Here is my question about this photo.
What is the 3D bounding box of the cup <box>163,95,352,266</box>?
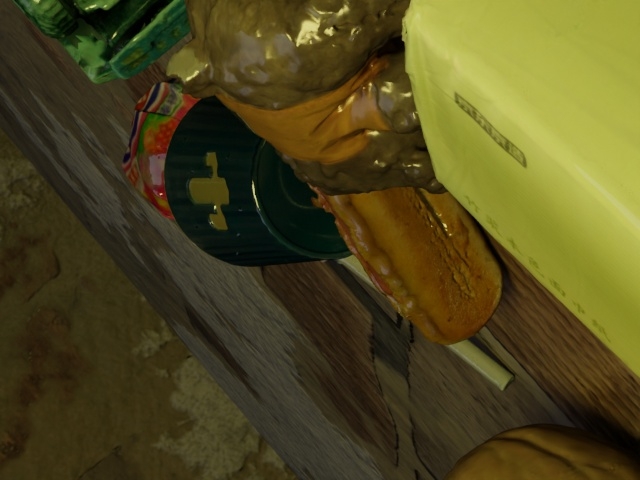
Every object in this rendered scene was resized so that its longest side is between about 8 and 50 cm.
[{"bbox_3d":[-0.025,-0.064,1.339,0.155,0.131,0.176,-170,68,-68],"label":"cup"}]

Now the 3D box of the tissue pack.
[{"bbox_3d":[0.157,-0.018,0.577,0.234,0.159,0.125,47,168,25],"label":"tissue pack"}]

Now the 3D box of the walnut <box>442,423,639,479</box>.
[{"bbox_3d":[0.171,0.245,1.288,0.261,0.225,0.225,51,169,7],"label":"walnut"}]

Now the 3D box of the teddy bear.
[{"bbox_3d":[0.003,-0.096,1.065,0.177,0.140,0.190,37,171,42],"label":"teddy bear"}]

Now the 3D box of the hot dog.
[{"bbox_3d":[0.024,-0.058,1.235,0.286,0.088,0.061,61,160,-20],"label":"hot dog"}]

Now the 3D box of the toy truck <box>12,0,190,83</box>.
[{"bbox_3d":[-0.168,-0.233,1.262,0.279,0.155,0.156,47,177,21],"label":"toy truck"}]

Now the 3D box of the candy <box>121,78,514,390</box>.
[{"bbox_3d":[0.000,0.000,1.513,0.365,0.124,0.124,39,166,19],"label":"candy"}]
